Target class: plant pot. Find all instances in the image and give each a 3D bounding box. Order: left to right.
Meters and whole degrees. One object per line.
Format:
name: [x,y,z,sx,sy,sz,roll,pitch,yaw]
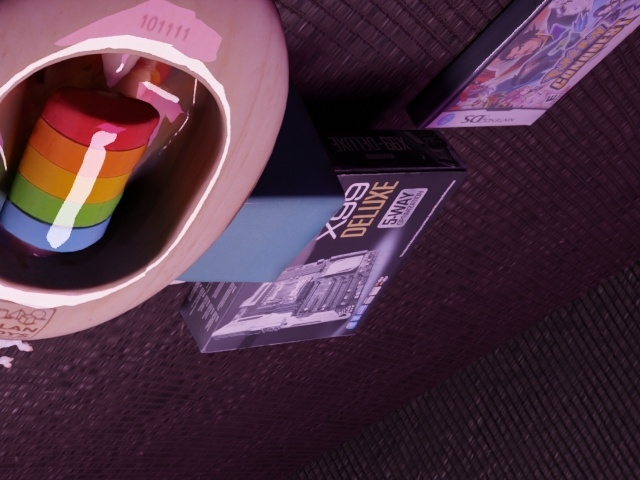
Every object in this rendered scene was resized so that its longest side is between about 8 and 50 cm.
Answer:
plant pot: [-0.133,-0.059,1.317,0.234,0.165,0.166,-3,149,-39]

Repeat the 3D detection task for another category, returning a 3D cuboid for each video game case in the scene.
video game case: [0.273,-0.234,1.605,0.248,0.035,0.275,-6,151,-46]

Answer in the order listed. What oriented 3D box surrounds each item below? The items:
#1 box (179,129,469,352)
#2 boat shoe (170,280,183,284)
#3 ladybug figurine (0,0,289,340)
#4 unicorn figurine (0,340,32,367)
box: [0.000,0.000,1.536,0.242,0.076,0.307,-4,139,-39]
boat shoe: [-0.217,0.006,1.455,0.285,0.103,0.092,-7,146,-53]
ladybug figurine: [-0.204,-0.092,1.058,0.305,0.162,0.449,12,131,-32]
unicorn figurine: [-0.419,0.140,1.583,0.111,0.060,0.162,2,129,-54]
